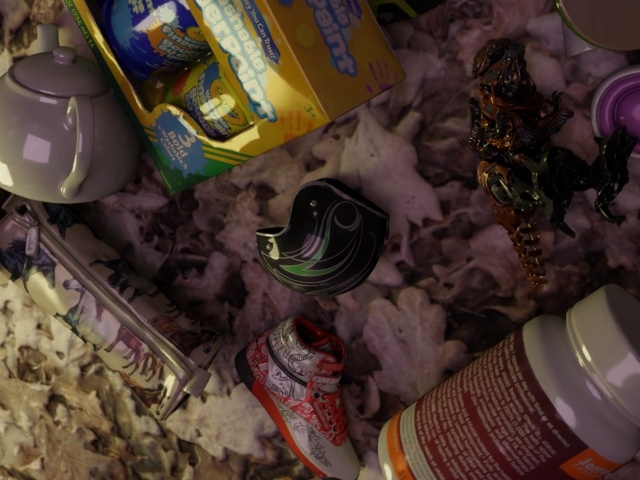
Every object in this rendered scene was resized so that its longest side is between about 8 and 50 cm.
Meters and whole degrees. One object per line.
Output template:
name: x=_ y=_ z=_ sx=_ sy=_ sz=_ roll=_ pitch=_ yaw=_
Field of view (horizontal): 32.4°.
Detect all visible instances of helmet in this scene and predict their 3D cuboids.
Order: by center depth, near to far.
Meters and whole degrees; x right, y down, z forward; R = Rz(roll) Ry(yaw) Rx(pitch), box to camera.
helmet: x=0.000 y=0.000 z=1.540 sx=0.169 sy=0.169 sz=0.162 roll=31 pitch=98 yaw=6

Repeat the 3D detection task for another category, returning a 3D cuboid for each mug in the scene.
mug: x=0.341 y=-0.274 z=1.403 sx=0.062 sy=0.078 sz=0.064 roll=-13 pitch=95 yaw=55

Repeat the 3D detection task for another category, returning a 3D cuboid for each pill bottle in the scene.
pill bottle: x=0.289 y=0.243 z=1.491 sx=0.392 sy=0.224 sz=0.224 roll=-40 pitch=92 yaw=25

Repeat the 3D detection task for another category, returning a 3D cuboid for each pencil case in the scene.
pencil case: x=-0.325 y=0.089 z=1.662 sx=0.410 sy=0.183 sz=0.160 roll=42 pitch=86 yaw=2

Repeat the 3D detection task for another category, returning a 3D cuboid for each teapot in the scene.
teapot: x=-0.365 y=-0.179 z=1.547 sx=0.256 sy=0.252 sz=0.187 roll=23 pitch=121 yaw=15

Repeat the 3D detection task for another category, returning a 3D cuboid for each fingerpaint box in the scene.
fingerpaint box: x=-0.154 y=-0.320 z=1.404 sx=0.371 sy=0.163 sz=0.445 roll=-18 pitch=103 yaw=50

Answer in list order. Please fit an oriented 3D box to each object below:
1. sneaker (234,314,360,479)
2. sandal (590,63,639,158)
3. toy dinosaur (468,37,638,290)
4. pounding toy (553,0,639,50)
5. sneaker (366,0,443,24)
sneaker: x=0.002 y=0.239 z=1.657 sx=0.145 sy=0.090 sz=0.270 roll=-39 pitch=90 yaw=27
sandal: x=0.543 y=-0.143 z=1.347 sx=0.416 sy=0.102 sz=0.169 roll=-2 pitch=107 yaw=19
toy dinosaur: x=0.279 y=-0.099 z=1.435 sx=0.218 sy=0.164 sz=0.322 roll=20 pitch=146 yaw=54
pounding toy: x=0.369 y=-0.341 z=1.338 sx=0.183 sy=0.110 sz=0.237 roll=43 pitch=90 yaw=-12
sneaker: x=0.130 y=-0.392 z=1.402 sx=0.384 sy=0.145 sz=0.147 roll=-17 pitch=70 yaw=23
